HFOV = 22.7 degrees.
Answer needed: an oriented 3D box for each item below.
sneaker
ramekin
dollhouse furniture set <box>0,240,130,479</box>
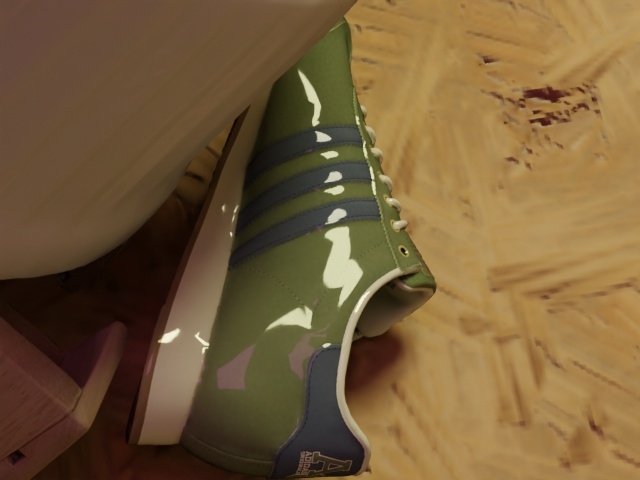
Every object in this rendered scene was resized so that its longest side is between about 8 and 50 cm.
[{"bbox_3d":[0.000,0.000,0.560,0.086,0.064,0.192,19,56,-2],"label":"sneaker"},{"bbox_3d":[-0.104,-0.139,0.477,0.135,0.277,0.277,-35,53,32],"label":"ramekin"},{"bbox_3d":[-0.204,-0.073,0.600,0.286,0.198,0.303,44,33,-18],"label":"dollhouse furniture set"}]
